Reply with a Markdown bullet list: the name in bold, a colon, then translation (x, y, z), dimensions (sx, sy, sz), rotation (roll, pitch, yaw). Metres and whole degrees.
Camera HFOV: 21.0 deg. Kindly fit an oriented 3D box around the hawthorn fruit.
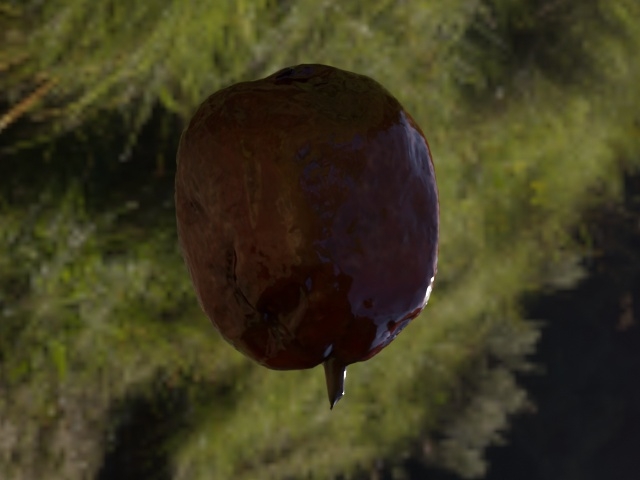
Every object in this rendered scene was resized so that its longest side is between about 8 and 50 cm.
- **hawthorn fruit**: translation (-0.002, -0.015, 1.013), dimensions (0.179, 0.173, 0.173), rotation (50, -26, 42)
